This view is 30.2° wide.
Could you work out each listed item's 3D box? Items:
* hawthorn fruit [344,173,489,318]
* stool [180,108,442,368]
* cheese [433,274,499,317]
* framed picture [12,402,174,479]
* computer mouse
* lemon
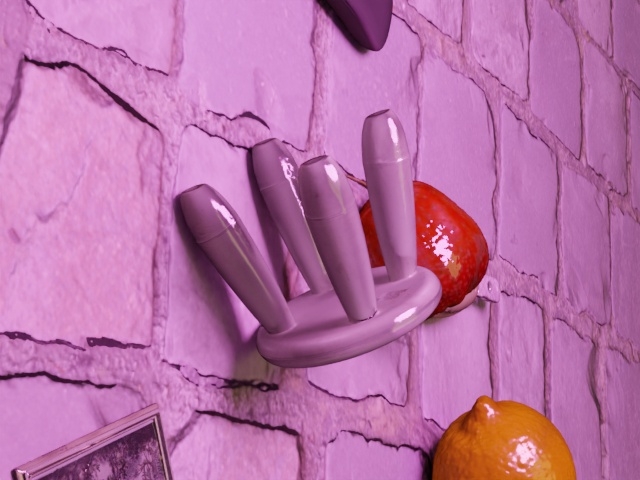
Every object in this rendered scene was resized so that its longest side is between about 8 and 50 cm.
[{"bbox_3d":[0.102,-0.010,1.399,0.203,0.163,0.162,62,35,-6],"label":"hawthorn fruit"},{"bbox_3d":[0.000,0.000,1.169,0.195,0.195,0.198,-44,118,-53],"label":"stool"},{"bbox_3d":[0.187,0.051,1.594,0.251,0.054,0.127,20,66,-56],"label":"cheese"},{"bbox_3d":[-0.178,0.230,1.004,0.183,0.011,0.142,-19,100,-58],"label":"framed picture"},{"bbox_3d":[0.034,-0.325,1.418,0.232,0.057,0.120,46,46,-45],"label":"computer mouse"},{"bbox_3d":[0.231,0.303,1.492,0.187,0.187,0.244,-50,126,-50],"label":"lemon"}]
